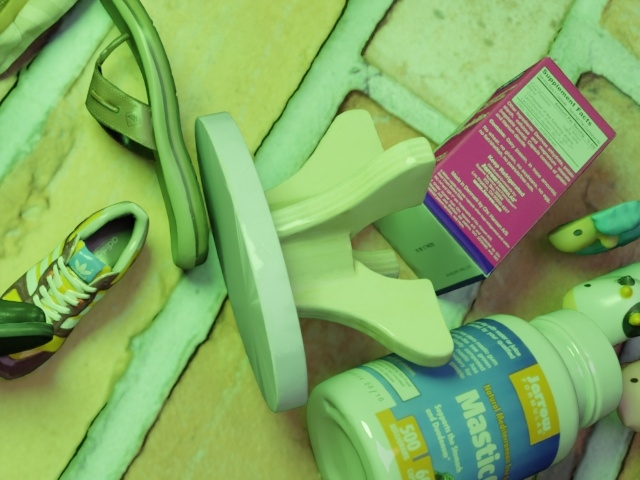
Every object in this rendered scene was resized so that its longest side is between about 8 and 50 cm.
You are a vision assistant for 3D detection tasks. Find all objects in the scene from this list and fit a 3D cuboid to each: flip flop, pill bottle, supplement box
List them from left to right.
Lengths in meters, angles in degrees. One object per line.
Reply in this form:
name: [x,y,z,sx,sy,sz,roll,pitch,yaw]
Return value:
flip flop: [-0.165,-0.105,0.938,0.080,0.112,0.277,-14,89,-8]
pill bottle: [0.137,0.156,0.960,0.272,0.152,0.152,-19,86,-22]
supplement box: [0.172,-0.064,1.043,0.220,0.111,0.114,-43,95,-24]

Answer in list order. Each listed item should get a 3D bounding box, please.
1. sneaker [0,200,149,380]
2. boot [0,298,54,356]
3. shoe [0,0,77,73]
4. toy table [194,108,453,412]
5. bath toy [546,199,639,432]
sneaker: [-0.217,0.037,0.889,0.069,0.084,0.185,39,68,-9]
boot: [-0.328,-0.032,0.844,0.263,0.091,0.229,10,73,-3]
shoe: [-0.251,-0.241,0.955,0.219,0.076,0.058,-56,143,-23]
toy table: [0.000,0.000,0.905,0.160,0.252,0.274,-12,74,-12]
bath toy: [0.343,0.133,1.057,0.151,0.129,0.348,-20,87,-23]
